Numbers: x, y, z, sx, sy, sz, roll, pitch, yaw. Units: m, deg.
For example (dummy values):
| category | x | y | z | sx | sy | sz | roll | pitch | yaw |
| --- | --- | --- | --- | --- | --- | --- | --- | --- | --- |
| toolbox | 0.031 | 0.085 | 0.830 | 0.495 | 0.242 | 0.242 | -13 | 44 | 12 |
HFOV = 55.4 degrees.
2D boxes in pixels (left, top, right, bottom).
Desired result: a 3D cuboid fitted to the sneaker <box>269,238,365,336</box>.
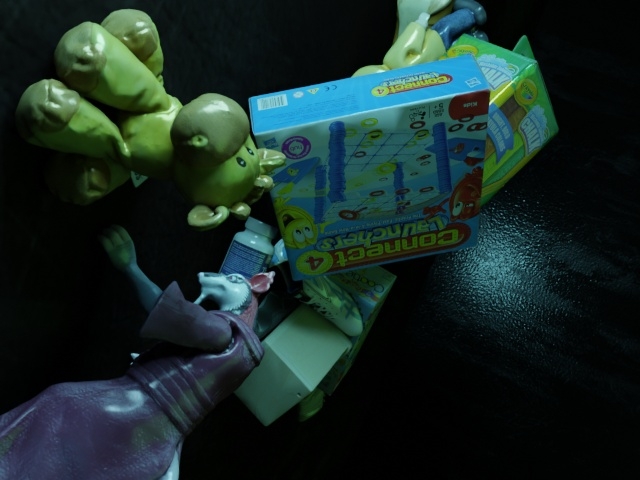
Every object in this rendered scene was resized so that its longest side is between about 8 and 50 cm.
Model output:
| category | x | y | z | sx | sy | sz | roll | pitch | yaw |
| --- | --- | --- | --- | --- | --- | --- | --- | --- | --- |
| sneaker | -0.009 | 0.097 | 1.114 | 0.086 | 0.237 | 0.085 | -50 | -161 | -29 |

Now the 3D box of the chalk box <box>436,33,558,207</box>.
| category | x | y | z | sx | sy | sz | roll | pitch | yaw |
| --- | --- | --- | --- | --- | --- | --- | --- | --- | --- |
| chalk box | 0.281 | -0.223 | 1.063 | 0.289 | 0.179 | 0.180 | -45 | 134 | 1 |

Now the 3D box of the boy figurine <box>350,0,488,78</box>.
| category | x | y | z | sx | sy | sz | roll | pitch | yaw |
| --- | --- | --- | --- | --- | --- | --- | --- | --- | --- |
| boy figurine | 0.176 | -0.318 | 1.114 | 0.285 | 0.092 | 0.177 | -36 | 141 | -6 |

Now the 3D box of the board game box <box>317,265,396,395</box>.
| category | x | y | z | sx | sy | sz | roll | pitch | yaw |
| --- | --- | --- | --- | --- | --- | --- | --- | --- | --- |
| board game box | 0.035 | 0.176 | 1.344 | 0.142 | 0.144 | 0.275 | -41 | 158 | -54 |

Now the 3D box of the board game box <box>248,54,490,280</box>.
| category | x | y | z | sx | sy | sz | roll | pitch | yaw |
| --- | --- | --- | --- | --- | --- | --- | --- | --- | --- |
| board game box | 0.078 | -0.091 | 0.892 | 0.302 | 0.308 | 0.086 | 78 | 1 | -47 |

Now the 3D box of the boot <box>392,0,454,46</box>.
| category | x | y | z | sx | sy | sz | roll | pitch | yaw |
| --- | --- | --- | --- | --- | --- | --- | --- | --- | --- |
| boot | 0.214 | -0.451 | 1.241 | 0.295 | 0.104 | 0.211 | -68 | 168 | 20 |

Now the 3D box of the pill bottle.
| category | x | y | z | sx | sy | sz | roll | pitch | yaw |
| --- | --- | --- | --- | --- | --- | --- | --- | --- | --- |
| pill bottle | -0.110 | 0.028 | 0.929 | 0.120 | 0.067 | 0.067 | -67 | 162 | 1 |

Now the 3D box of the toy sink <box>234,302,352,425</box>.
| category | x | y | z | sx | sy | sz | roll | pitch | yaw |
| --- | --- | --- | --- | --- | --- | --- | --- | --- | --- |
| toy sink | -0.043 | 0.216 | 1.164 | 0.153 | 0.131 | 0.234 | -45 | 177 | 34 |

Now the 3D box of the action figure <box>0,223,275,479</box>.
| category | x | y | z | sx | sy | sz | roll | pitch | yaw |
| --- | --- | --- | --- | --- | --- | --- | --- | --- | --- |
| action figure | -0.167 | 0.166 | 0.649 | 0.370 | 0.276 | 0.248 | -44 | 149 | -20 |

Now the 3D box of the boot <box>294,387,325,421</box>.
| category | x | y | z | sx | sy | sz | roll | pitch | yaw |
| --- | --- | --- | --- | --- | --- | --- | --- | --- | --- |
| boot | -0.003 | 0.378 | 1.655 | 0.213 | 0.077 | 0.165 | -47 | 154 | -34 |

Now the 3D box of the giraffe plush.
| category | x | y | z | sx | sy | sz | roll | pitch | yaw |
| --- | --- | --- | --- | --- | --- | --- | --- | --- | --- |
| giraffe plush | -0.132 | -0.085 | 0.557 | 0.181 | 0.170 | 0.210 | -62 | 162 | -16 |

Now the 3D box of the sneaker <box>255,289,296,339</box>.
| category | x | y | z | sx | sy | sz | roll | pitch | yaw |
| --- | --- | --- | --- | --- | --- | --- | --- | --- | --- |
| sneaker | -0.100 | 0.142 | 1.141 | 0.152 | 0.054 | 0.061 | -35 | 161 | -55 |
